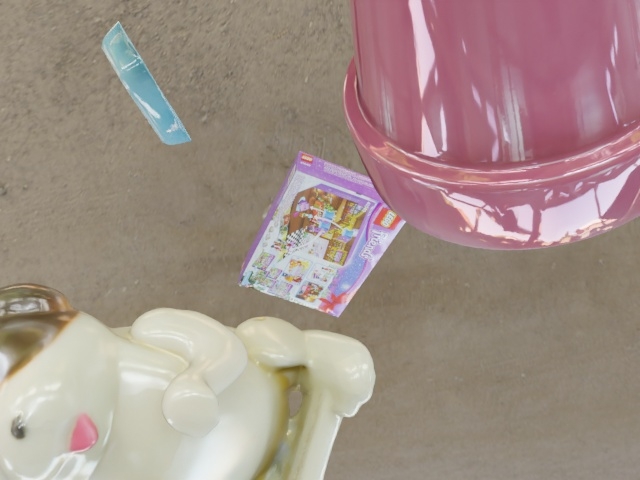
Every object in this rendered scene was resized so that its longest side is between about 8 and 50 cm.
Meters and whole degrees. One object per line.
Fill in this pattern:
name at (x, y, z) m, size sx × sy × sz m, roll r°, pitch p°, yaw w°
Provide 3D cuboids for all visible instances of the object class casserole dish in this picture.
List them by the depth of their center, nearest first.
casserole dish at (-0.220, -0.189, 0.929) m, size 0.037 × 0.114 × 0.188 m, roll -32°, pitch 153°, yaw -5°

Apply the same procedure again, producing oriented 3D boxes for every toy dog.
toy dog at (-0.202, 0.175, 0.846) m, size 0.408 × 0.395 × 0.284 m, roll 14°, pitch 104°, yaw -38°

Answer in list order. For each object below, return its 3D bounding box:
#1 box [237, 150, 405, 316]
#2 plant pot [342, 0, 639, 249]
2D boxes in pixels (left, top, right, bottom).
box at (0.000, 0.000, 1.264) m, size 0.201 × 0.057 × 0.293 m, roll 20°, pitch 132°, yaw -13°
plant pot at (0.095, -0.126, 0.370) m, size 0.201 × 0.201 × 0.180 m, roll -16°, pitch 138°, yaw 10°
